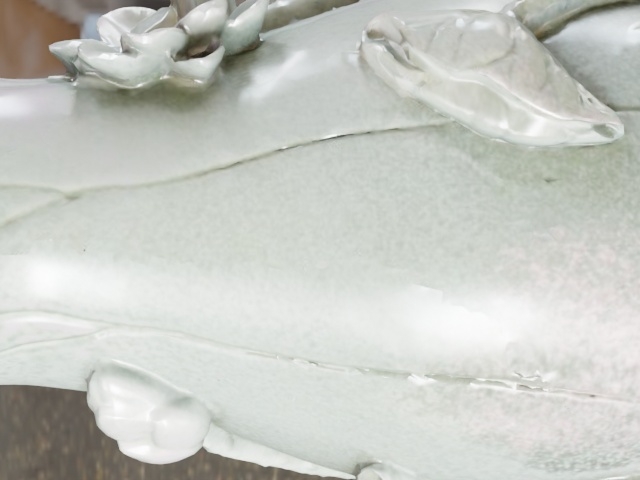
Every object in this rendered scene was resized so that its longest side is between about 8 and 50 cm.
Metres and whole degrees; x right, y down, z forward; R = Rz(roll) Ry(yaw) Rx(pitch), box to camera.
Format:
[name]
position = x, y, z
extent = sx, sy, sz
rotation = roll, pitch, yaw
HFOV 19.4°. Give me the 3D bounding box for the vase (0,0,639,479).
[vase]
position = 0.000, 0.000, 0.775
extent = 0.445, 0.250, 0.250
rotation = 1, 54, -15
